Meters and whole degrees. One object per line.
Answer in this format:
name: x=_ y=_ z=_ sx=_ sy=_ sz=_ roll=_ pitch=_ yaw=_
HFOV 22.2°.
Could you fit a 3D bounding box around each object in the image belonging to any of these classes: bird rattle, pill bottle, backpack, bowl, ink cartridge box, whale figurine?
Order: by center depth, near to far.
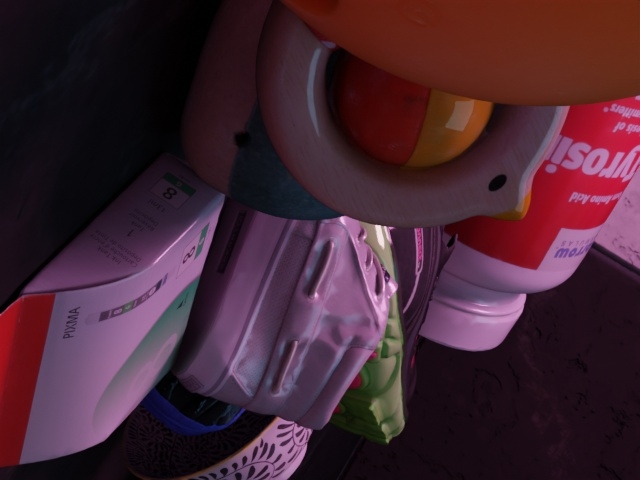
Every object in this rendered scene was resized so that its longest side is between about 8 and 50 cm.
bird rattle: x=0.048 y=-0.103 z=0.804 sx=0.143 sy=0.253 sz=0.207 roll=-135 pitch=-128 yaw=-60
ink cartridge box: x=-0.149 y=0.076 z=0.969 sx=0.224 sy=0.056 sz=0.181 roll=-51 pitch=168 yaw=-42
whale figurine: x=0.029 y=-0.119 z=0.977 sx=0.272 sy=0.141 sz=0.216 roll=-52 pitch=169 yaw=-48
backpack: x=-0.082 y=0.084 z=1.192 sx=0.120 sy=0.098 sz=0.101 roll=-55 pitch=-172 yaw=-27
bowl: x=-0.061 y=0.145 z=1.257 sx=0.170 sy=0.080 sz=0.170 roll=-27 pitch=-151 yaw=17
pill bottle: x=0.198 y=-0.098 z=1.625 sx=0.407 sy=0.229 sz=0.229 roll=-63 pitch=169 yaw=28

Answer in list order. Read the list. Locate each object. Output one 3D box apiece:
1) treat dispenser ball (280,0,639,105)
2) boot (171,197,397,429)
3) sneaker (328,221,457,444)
treat dispenser ball: x=0.083 y=-0.191 z=0.582 sx=0.288 sy=0.288 sz=0.288 roll=-55 pitch=170 yaw=-15
boot: x=0.000 y=0.000 z=1.131 sx=0.258 sy=0.123 sz=0.095 roll=-66 pitch=-158 yaw=0
sneaker: x=0.041 y=0.037 z=1.416 sx=0.202 sy=0.185 sz=0.483 roll=-54 pitch=172 yaw=-19
